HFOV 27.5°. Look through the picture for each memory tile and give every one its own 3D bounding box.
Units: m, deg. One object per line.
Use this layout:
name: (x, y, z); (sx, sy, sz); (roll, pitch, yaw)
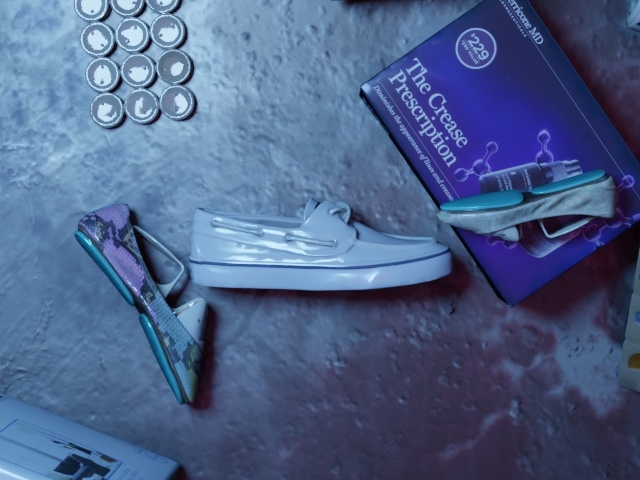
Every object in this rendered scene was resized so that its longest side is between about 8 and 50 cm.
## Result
memory tile: (-0.190, -0.193, 1.347); (0.113, 0.012, 0.148); (-7, 92, 3)

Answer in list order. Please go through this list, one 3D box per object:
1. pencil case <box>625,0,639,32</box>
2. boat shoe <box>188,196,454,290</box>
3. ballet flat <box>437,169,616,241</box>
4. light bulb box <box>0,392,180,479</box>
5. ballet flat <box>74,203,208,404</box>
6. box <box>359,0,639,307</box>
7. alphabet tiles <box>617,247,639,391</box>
pencil case: (0.481, -0.192, 1.232); (0.410, 0.183, 0.160); (28, 95, 2)
boat shoe: (0.000, 0.000, 1.313); (0.267, 0.096, 0.088); (1, 98, 11)
ballet flat: (0.195, -0.024, 1.220); (0.168, 0.057, 0.052); (-11, 103, 4)
light bulb box: (-0.378, 0.336, 1.280); (0.361, 0.225, 0.358); (22, 95, 2)
ballet flat: (-0.165, 0.058, 1.337); (0.079, 0.077, 0.222); (-32, 91, -15)
box: (0.185, -0.094, 1.293); (0.184, 0.103, 0.261); (-35, 91, 2)
alphabet tiles: (0.426, 0.093, 1.220); (0.285, 0.011, 0.343); (20, 126, 28)
